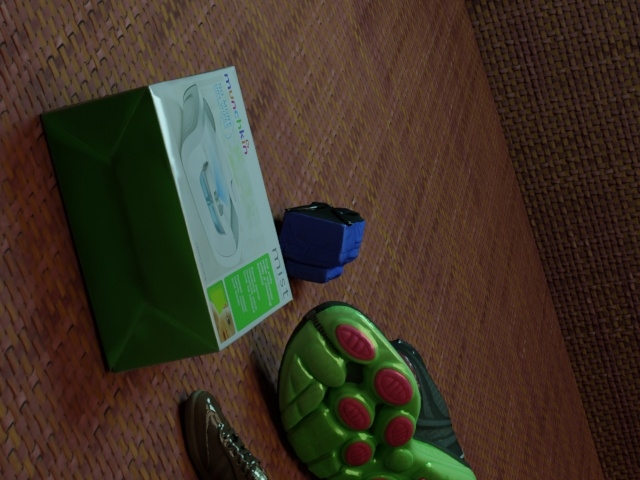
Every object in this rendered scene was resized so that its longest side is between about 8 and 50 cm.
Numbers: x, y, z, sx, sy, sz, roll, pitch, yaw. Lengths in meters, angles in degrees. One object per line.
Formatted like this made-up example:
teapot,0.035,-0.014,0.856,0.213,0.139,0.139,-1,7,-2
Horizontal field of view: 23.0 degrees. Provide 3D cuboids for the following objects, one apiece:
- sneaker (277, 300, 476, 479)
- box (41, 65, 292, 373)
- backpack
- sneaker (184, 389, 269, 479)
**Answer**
sneaker,0.058,0.213,2.038,0.483,0.185,0.202,60,8,-52
box,-0.148,-0.027,1.575,0.231,0.126,0.262,-29,106,-69
backpack,0.000,0.000,2.054,0.120,0.098,0.101,-29,136,-71
sneaker,-0.088,0.244,1.671,0.066,0.071,0.188,-46,123,-68
